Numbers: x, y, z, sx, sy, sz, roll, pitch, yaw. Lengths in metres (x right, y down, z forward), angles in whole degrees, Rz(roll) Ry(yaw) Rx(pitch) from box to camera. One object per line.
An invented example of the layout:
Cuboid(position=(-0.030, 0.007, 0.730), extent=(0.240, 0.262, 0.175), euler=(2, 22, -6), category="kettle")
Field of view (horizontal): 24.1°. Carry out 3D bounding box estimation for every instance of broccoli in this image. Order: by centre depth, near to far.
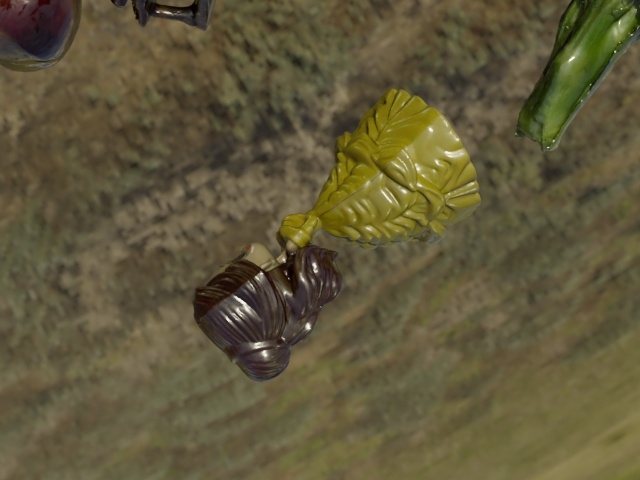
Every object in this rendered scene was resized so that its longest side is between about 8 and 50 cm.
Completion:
Cuboid(position=(0.282, -0.228, 1.517), extent=(0.304, 0.145, 0.165), euler=(-64, 177, 20), category="broccoli")

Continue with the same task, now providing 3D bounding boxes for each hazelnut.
Cuboid(position=(-0.452, -0.368, 2.278), extent=(0.229, 0.229, 0.229), euler=(-28, 163, -9), category="hazelnut")

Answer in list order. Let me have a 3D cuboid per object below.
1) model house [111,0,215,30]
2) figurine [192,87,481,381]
Cuboid(position=(-0.246, -0.482, 1.981), extent=(0.317, 0.282, 0.297), euler=(104, 3, -68), category="model house")
Cuboid(position=(-0.003, -0.004, 1.571), extent=(0.315, 0.168, 0.187), euler=(-37, -162, -16), category="figurine")
